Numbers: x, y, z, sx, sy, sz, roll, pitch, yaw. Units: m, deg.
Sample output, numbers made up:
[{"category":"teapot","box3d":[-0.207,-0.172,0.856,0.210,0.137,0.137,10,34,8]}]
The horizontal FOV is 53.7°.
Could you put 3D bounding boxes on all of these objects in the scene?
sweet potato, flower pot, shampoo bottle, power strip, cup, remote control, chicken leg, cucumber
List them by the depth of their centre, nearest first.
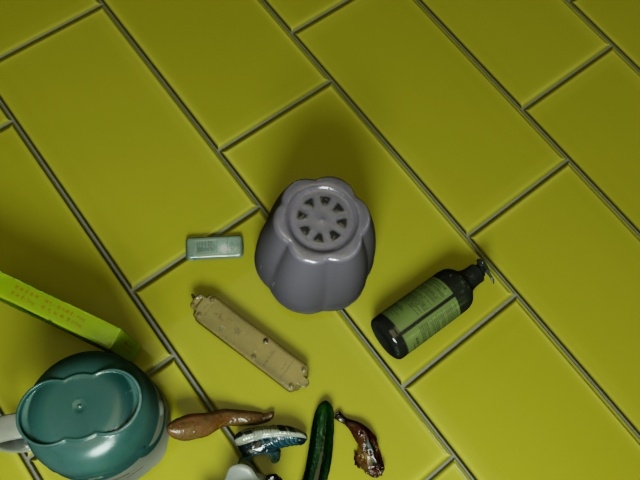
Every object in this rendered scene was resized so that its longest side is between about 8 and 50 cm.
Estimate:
[{"category":"cup","box3d":[-0.425,0.323,1.123,0.289,0.258,0.219,-9,66,-7]},{"category":"cucumber","box3d":[-0.010,0.450,1.211,0.056,0.056,0.284,11,70,0]},{"category":"sweet potato","box3d":[-0.193,0.351,1.221,0.214,0.050,0.050,-1,69,-29]},{"category":"chicken leg","box3d":[0.081,0.399,1.250,0.062,0.037,0.145,-25,75,2]},{"category":"flower pot","box3d":[0.000,0.000,1.275,0.264,0.243,0.265,2,72,-6]},{"category":"power strip","box3d":[-0.148,0.206,1.294,0.305,0.044,0.064,36,72,7]},{"category":"shampoo bottle","box3d":[0.242,0.130,1.318,0.283,0.101,0.101,-34,76,-14]},{"category":"remote control","box3d":[-0.229,0.015,1.367,0.124,0.018,0.053,-4,70,-6]}]

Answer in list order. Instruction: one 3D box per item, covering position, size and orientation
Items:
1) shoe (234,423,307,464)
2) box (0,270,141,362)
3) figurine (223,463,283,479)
[{"category":"shoe","box3d":[-0.094,0.395,1.222,0.142,0.064,0.071,-4,87,-12]},{"category":"box","box3d":[-0.519,0.136,1.214,0.334,0.187,0.047,24,72,4]},{"category":"figurine","box3d":[-0.142,0.483,1.148,0.192,0.126,0.147,-36,87,18]}]
